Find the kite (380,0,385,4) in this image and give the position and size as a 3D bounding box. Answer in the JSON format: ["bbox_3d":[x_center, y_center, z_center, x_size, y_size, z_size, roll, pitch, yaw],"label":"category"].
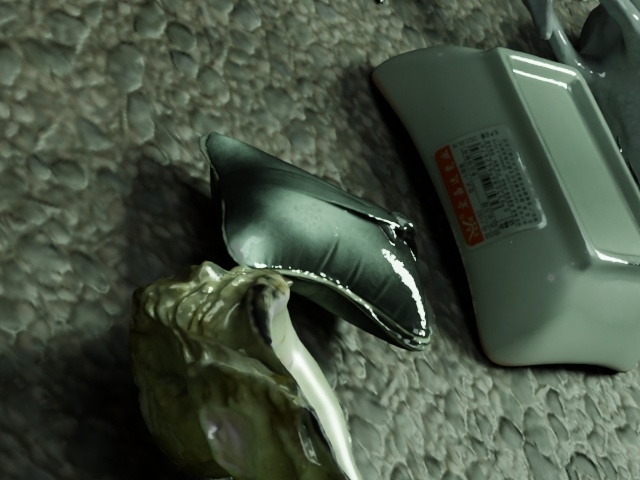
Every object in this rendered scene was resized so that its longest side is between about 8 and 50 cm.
[{"bbox_3d":[0.035,-0.207,1.047,0.157,0.011,0.139,26,44,-32],"label":"kite"}]

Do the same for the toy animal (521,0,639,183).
[{"bbox_3d":[0.210,-0.115,1.085,0.206,0.081,0.367,55,28,-29],"label":"toy animal"}]

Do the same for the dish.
[{"bbox_3d":[0.133,-0.031,0.937,0.151,0.077,0.212,8,53,-46],"label":"dish"}]

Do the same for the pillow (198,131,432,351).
[{"bbox_3d":[-0.002,0.001,0.776,0.136,0.055,0.091,22,62,-33],"label":"pillow"}]

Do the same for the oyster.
[{"bbox_3d":[-0.023,0.077,0.654,0.163,0.081,0.191,58,7,-18],"label":"oyster"}]
